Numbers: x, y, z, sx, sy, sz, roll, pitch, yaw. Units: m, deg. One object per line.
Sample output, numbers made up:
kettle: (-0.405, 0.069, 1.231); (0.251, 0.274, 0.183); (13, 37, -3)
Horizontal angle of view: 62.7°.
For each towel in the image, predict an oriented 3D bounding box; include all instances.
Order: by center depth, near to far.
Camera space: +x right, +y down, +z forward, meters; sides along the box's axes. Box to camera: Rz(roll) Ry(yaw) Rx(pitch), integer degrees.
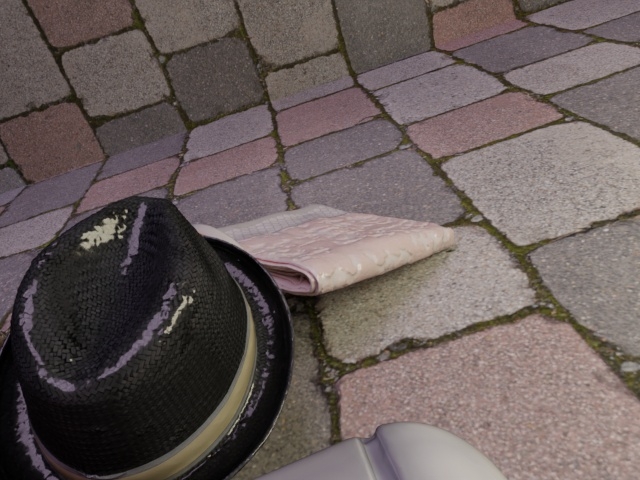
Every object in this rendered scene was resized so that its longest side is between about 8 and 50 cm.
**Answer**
towel: (0.000, 0.000, 0.857); (0.317, 0.053, 0.332); (13, 21, 43)

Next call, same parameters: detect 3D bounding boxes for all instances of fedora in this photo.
fedora: (-0.175, 0.073, 0.495); (0.334, 0.152, 0.334); (1, 46, -1)

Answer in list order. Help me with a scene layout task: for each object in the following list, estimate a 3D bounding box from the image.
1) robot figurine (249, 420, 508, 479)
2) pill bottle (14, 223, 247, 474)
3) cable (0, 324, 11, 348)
robot figurine: (0.012, 0.261, 0.378); (0.353, 0.199, 0.300); (-21, -3, -4)
pill bottle: (-0.248, 0.170, 0.662); (0.224, 0.224, 0.392); (13, 42, 43)
cable: (-0.632, 0.271, 0.914); (0.287, 0.072, 0.139); (-43, 53, -15)
